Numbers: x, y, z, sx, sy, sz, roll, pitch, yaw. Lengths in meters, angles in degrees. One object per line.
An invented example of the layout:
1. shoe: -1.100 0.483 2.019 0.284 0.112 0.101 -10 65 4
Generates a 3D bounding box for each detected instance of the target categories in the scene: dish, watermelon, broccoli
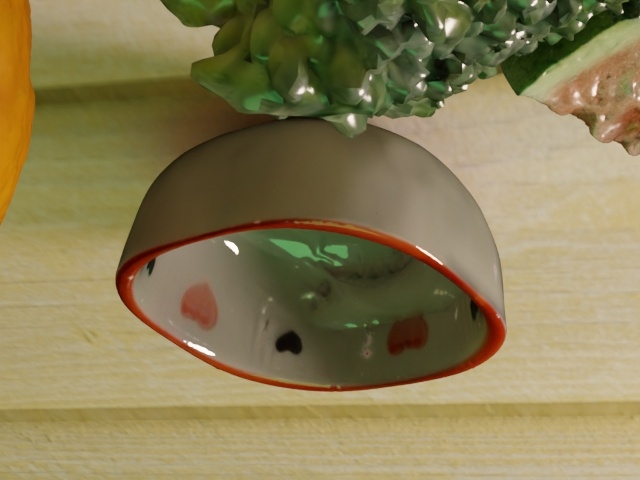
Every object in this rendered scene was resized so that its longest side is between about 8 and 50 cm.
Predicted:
1. dish: 0.000 0.000 1.083 0.256 0.117 0.256 6 153 3
2. watermelon: 0.166 -0.139 0.769 0.128 0.231 0.146 40 117 -13
3. broccoli: 0.031 -0.181 0.585 0.277 0.317 0.338 -53 144 14

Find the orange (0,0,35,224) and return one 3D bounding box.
1. orange: -0.292 -0.077 0.771 0.293 0.341 0.340 21 166 41
